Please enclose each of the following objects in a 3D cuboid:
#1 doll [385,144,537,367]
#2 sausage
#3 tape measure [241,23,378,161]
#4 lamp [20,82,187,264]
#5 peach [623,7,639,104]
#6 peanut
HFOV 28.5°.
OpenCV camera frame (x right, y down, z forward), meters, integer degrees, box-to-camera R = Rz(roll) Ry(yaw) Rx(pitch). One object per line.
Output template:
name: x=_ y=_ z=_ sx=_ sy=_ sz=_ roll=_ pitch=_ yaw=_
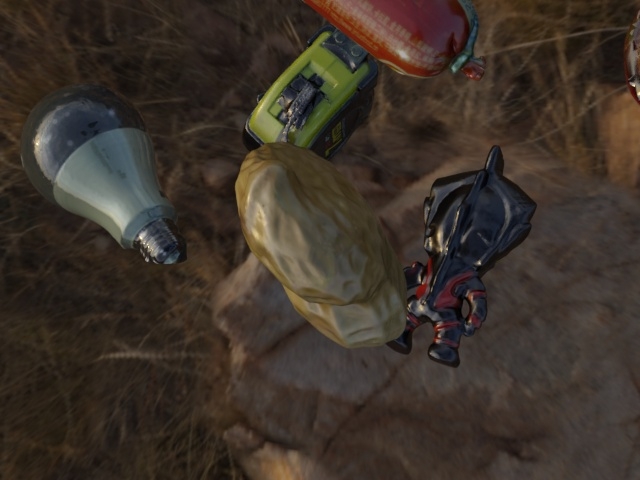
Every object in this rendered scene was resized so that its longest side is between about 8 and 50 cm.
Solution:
doll: x=0.152 y=0.014 z=1.382 sx=0.127 sy=0.088 sz=0.249 roll=19 pitch=78 yaw=2
sausage: x=0.002 y=-0.187 z=0.805 sx=0.264 sy=0.083 sz=0.083 roll=39 pitch=94 yaw=6
tape measure: x=-0.016 y=-0.166 z=1.594 sx=0.112 sy=0.199 sz=0.186 roll=39 pitch=79 yaw=12
lamp: x=-0.278 y=-0.080 z=1.732 sx=0.182 sy=0.182 sz=0.314 roll=-44 pitch=79 yaw=3
peach: x=0.309 y=-0.124 z=0.929 sx=0.172 sy=0.092 sz=0.127 roll=34 pitch=93 yaw=30
peanut: x=0.000 y=0.000 z=1.152 sx=0.110 sy=0.233 sz=0.197 roll=-29 pitch=62 yaw=2
